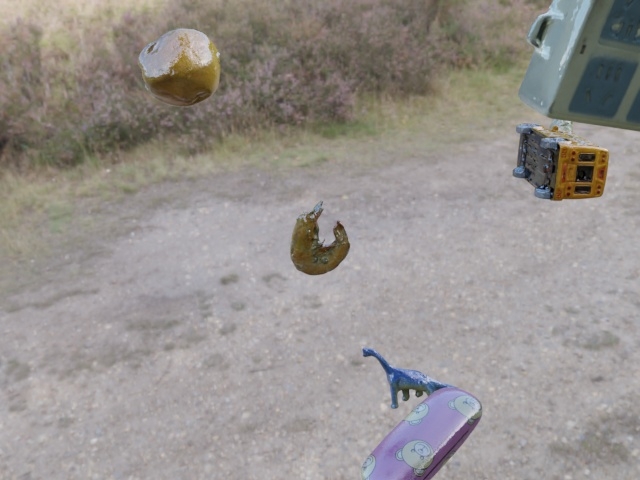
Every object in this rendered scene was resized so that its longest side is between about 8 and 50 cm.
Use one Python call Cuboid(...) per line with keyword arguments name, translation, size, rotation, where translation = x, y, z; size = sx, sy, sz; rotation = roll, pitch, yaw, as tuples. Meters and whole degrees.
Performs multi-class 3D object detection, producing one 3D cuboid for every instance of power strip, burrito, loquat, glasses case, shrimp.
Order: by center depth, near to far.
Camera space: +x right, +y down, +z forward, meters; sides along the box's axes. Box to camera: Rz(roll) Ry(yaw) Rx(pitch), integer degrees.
Cuboid(name="power strip", translation=(0.321, -0.129, 0.490), size=(0.367, 0.106, 0.043), rotation=(3, 30, -21))
Cuboid(name="loquat", translation=(-0.231, -0.285, 1.055), size=(0.137, 0.137, 0.113), rotation=(-3, -13, 0))
Cuboid(name="glasses case", translation=(0.217, 0.419, 1.335), size=(0.316, 0.076, 0.123), rotation=(-34, 33, -32))
Cuboid(name="shrimp", translation=(-0.002, -0.002, 1.411), size=(0.132, 0.187, 0.051), rotation=(-4, 36, -12))
Cuboid(name="burrito", translation=(0.586, -0.243, 1.563), size=(0.045, 0.188, 0.058), rotation=(16, -15, -30))

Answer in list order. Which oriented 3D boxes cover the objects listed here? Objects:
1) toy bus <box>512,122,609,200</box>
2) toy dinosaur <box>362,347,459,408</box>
Cuboid(name="toy bus", translation=(0.337, -0.115, 0.914), size=(0.088, 0.083, 0.194), rotation=(1, 19, 2))
Cuboid(name="toy dinosaur", translation=(0.253, 0.369, 1.784), size=(0.248, 0.188, 0.075), rotation=(-10, 15, 15))
